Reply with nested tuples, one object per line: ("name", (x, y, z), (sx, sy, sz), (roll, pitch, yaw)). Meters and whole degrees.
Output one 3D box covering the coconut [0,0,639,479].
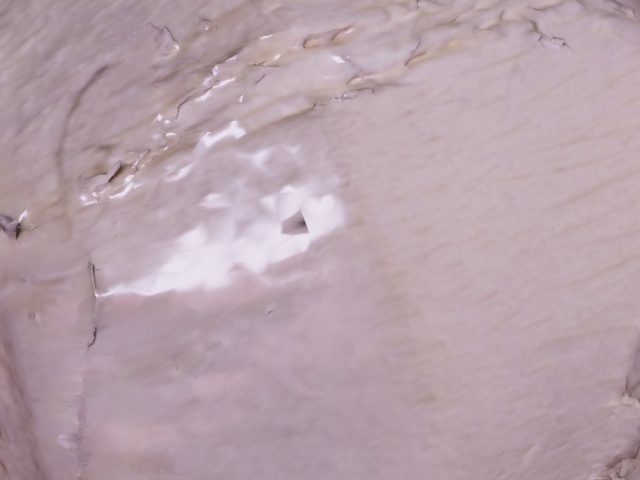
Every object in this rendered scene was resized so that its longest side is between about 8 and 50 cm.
("coconut", (0.000, 0.000, 0.500), (0.245, 0.247, 0.245), (32, 132, 44))
